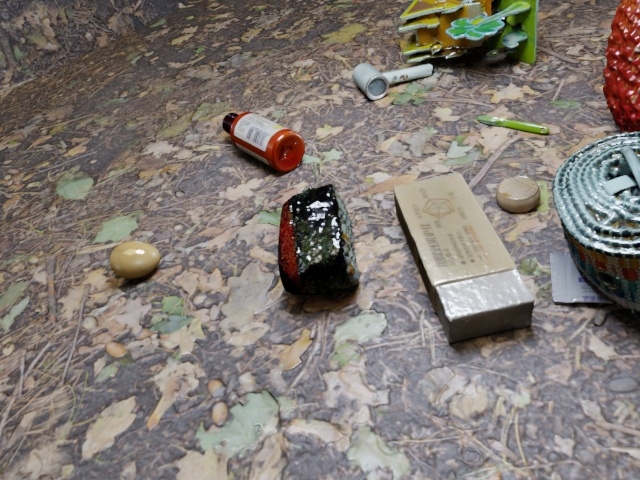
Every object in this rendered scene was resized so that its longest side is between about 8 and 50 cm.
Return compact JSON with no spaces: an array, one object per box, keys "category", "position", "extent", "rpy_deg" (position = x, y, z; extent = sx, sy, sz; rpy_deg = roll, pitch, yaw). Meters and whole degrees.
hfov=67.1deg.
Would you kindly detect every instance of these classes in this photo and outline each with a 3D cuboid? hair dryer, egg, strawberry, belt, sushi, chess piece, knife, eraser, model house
[{"category":"hair dryer","position":[0.223,-0.494,1.428],"extent":[0.236,0.073,0.131],"rpy_deg":[-16,40,-7]},{"category":"egg","position":[-0.382,0.040,1.000],"extent":[0.096,0.080,0.080],"rpy_deg":[2,43,5]},{"category":"strawberry","position":[0.713,-0.374,0.956],"extent":[0.292,0.344,0.292],"rpy_deg":[-20,25,10]},{"category":"belt","position":[0.468,-0.039,0.720],"extent":[0.206,0.161,0.295],"rpy_deg":[-11,40,28]},{"category":"sushi","position":[0.000,0.000,0.897],"extent":[0.126,0.136,0.225],"rpy_deg":[-11,46,16]},{"category":"chess piece","position":[0.393,-0.092,0.961],"extent":[0.083,0.038,0.084],"rpy_deg":[-7,44,7]},{"category":"knife","position":[0.457,-0.281,1.162],"extent":[0.184,0.022,0.026],"rpy_deg":[23,28,35]},{"category":"eraser","position":[0.238,0.013,0.858],"extent":[0.144,0.078,0.343],"rpy_deg":[-13,42,2]},{"category":"model house","position":[0.400,-0.593,1.387],"extent":[0.312,0.243,0.358],"rpy_deg":[-30,45,-6]}]

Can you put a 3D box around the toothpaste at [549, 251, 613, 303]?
[{"category":"toothpaste","position":[0.516,0.055,0.755],"extent":[0.282,0.069,0.099],"rpy_deg":[-1,15,24]}]

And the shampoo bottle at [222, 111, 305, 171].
[{"category":"shampoo bottle","position":[-0.164,-0.272,1.261],"extent":[0.104,0.104,0.278],"rpy_deg":[-36,46,-23]}]

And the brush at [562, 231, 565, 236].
[{"category":"brush","position":[0.565,0.008,0.797],"extent":[0.296,0.060,0.068],"rpy_deg":[4,26,37]}]
